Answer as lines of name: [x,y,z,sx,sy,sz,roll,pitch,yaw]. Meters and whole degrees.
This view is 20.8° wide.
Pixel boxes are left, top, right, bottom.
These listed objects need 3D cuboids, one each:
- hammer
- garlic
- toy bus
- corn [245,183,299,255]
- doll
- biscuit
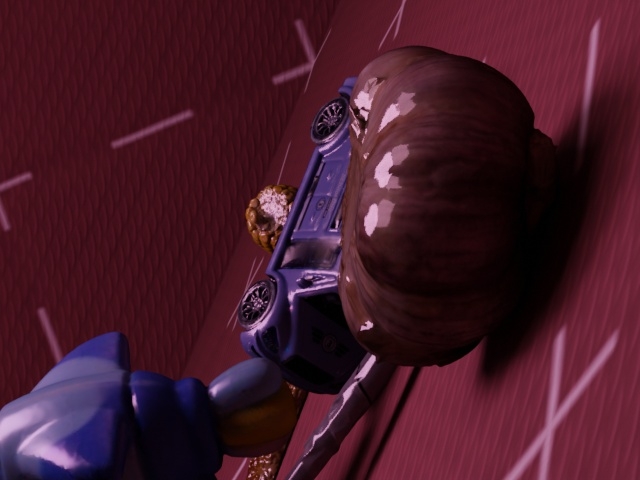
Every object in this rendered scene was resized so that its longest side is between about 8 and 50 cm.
hammer: [-0.010,0.200,1.503,0.427,0.044,0.152,-55,9,9]
garlic: [0.094,-0.026,1.281,0.245,0.161,0.245,-178,90,-81]
toy bus: [0.041,-0.004,1.614,0.133,0.125,0.292,-2,61,51]
corn: [0.000,0.000,1.755,0.238,0.080,0.080,35,-105,-59]
doll: [-0.202,0.228,1.608,0.187,0.376,0.365,52,131,38]
biscuit: [-0.052,0.215,2.025,0.126,0.025,0.206,136,156,-72]
